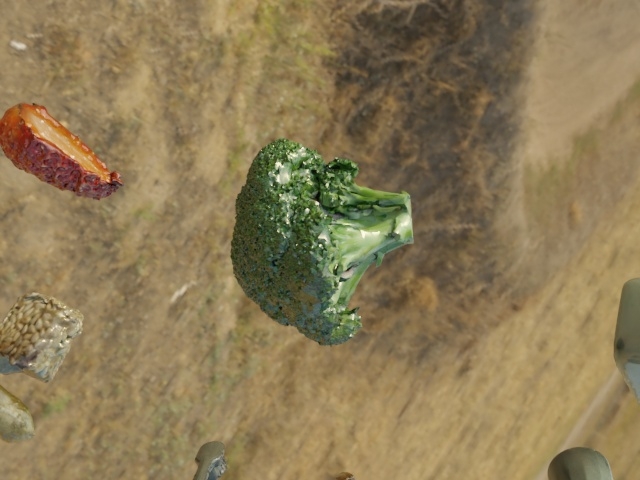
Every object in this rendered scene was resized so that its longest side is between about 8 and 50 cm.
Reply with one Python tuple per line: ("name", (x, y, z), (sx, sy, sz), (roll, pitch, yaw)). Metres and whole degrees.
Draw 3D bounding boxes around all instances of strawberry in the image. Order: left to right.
("strawberry", (-0.358, -0.106, 1.297), (0.082, 0.121, 0.188), (-43, 127, 9))

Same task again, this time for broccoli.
("broccoli", (0.000, 0.000, 1.381), (0.308, 0.275, 0.307), (-10, 90, -84))

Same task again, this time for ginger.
("ginger", (-0.537, 0.208, 1.441), (0.065, 0.118, 0.298), (-61, 136, -35))

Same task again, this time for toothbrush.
("toothbrush", (-0.120, 0.262, 0.851), (0.297, 0.030, 0.030), (-75, 149, -72))

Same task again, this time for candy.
("candy", (-0.343, 0.118, 1.159), (0.110, 0.095, 0.085), (-63, 158, -17))

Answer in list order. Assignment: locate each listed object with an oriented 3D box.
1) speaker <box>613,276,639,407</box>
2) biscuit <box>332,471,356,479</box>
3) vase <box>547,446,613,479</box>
("speaker", (0.595, 0.209, 1.462), (0.406, 0.184, 0.183), (49, 50, -42))
("biscuit", (0.086, 0.607, 1.897), (0.043, 0.301, 0.278), (-14, 180, -19))
("vase", (0.354, 0.368, 1.244), (0.214, 0.086, 0.086), (-84, -171, -62))
